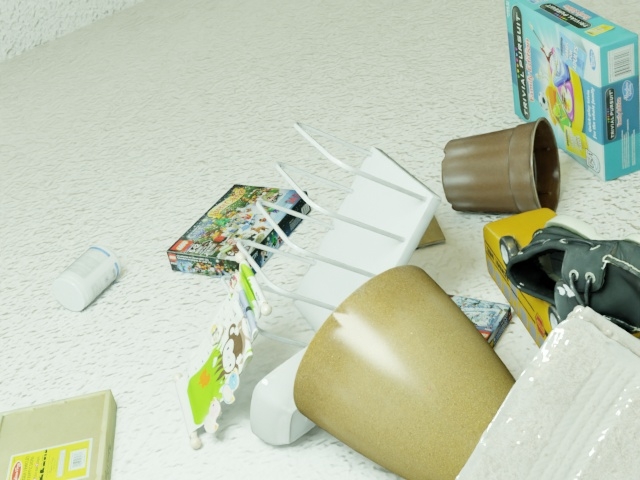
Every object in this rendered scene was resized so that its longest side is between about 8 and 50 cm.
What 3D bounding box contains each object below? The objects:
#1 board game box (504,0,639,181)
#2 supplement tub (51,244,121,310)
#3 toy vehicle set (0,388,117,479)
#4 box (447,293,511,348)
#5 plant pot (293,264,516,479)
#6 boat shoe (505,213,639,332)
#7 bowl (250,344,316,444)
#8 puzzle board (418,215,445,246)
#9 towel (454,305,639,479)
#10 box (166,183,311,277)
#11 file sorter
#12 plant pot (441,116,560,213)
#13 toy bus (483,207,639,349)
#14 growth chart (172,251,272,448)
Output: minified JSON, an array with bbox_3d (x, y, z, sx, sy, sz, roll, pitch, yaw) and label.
[{"bbox_3d":[0.449,-0.292,1.805,0.079,0.254,0.336,-19,32,-10],"label":"board game box"},{"bbox_3d":[-0.395,0.062,1.695,0.071,0.071,0.107,8,36,28],"label":"supplement tub"},{"bbox_3d":[-0.362,0.310,1.323,0.166,0.035,0.267,-12,32,0],"label":"toy vehicle set"},{"bbox_3d":[0.197,0.118,1.451,0.137,0.027,0.094,9,36,30],"label":"box"},{"bbox_3d":[0.136,0.198,1.192,0.237,0.237,0.254,-31,53,-28],"label":"plant pot"},{"bbox_3d":[0.311,0.053,1.144,0.113,0.127,0.340,-28,22,-7],"label":"boat shoe"},{"bbox_3d":[-0.022,0.203,1.298,0.142,0.142,0.053,-32,61,-27],"label":"bowl"},{"bbox_3d":[0.152,-0.021,1.703,0.096,0.011,0.128,-14,31,-1],"label":"puzzle board"},{"bbox_3d":[0.267,0.225,1.040,0.187,0.049,0.282,32,88,13],"label":"towel"},{"bbox_3d":[-0.141,-0.018,1.763,0.159,0.044,0.233,7,36,27],"label":"box"},{"bbox_3d":[0.000,0.000,1.427,0.173,0.278,0.193,18,17,-31],"label":"file sorter"},{"bbox_3d":[0.300,-0.116,1.676,0.165,0.167,0.167,-2,32,28],"label":"plant pot"},{"bbox_3d":[0.329,0.072,1.383,0.108,0.130,0.333,-14,32,-5],"label":"toy bus"},{"bbox_3d":[-0.135,0.151,1.367,0.021,0.237,0.172,22,14,-30],"label":"growth chart"}]
